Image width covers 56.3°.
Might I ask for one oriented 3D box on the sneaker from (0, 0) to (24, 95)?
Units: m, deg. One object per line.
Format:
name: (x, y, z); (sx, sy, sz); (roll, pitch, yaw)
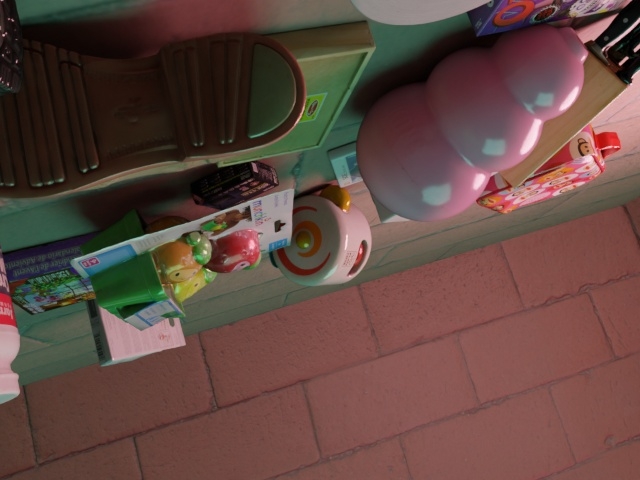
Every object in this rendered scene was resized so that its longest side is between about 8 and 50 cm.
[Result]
sneaker: (-0.295, -0.170, 0.351); (0.130, 0.109, 0.286); (-10, 163, 10)

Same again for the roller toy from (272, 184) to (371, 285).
roller toy: (0.000, 0.000, 1.271); (0.209, 0.191, 0.146); (-24, 166, 30)

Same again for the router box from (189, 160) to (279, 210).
router box: (-0.144, -0.093, 1.011); (0.122, 0.038, 0.092); (-22, 168, 20)

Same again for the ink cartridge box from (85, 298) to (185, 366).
ink cartridge box: (-0.467, 0.203, 1.512); (0.066, 0.189, 0.232); (-24, 167, 28)

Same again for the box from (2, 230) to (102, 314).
box: (-0.507, 0.072, 1.180); (0.200, 0.057, 0.293); (-15, 168, -16)

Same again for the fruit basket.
fruit basket: (-0.210, 0.033, 1.046); (0.353, 0.165, 0.327); (-14, 165, -9)

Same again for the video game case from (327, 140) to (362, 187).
video game case: (0.120, -0.162, 1.125); (0.201, 0.023, 0.183); (-19, 168, 4)

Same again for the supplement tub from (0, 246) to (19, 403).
supplement tub: (-0.482, 0.077, 0.724); (0.191, 0.272, 0.191); (-17, 168, -4)

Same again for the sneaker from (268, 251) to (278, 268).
sneaker: (-0.016, 0.020, 1.530); (0.208, 0.127, 0.319); (-16, 166, 10)

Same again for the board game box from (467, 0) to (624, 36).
board game box: (0.304, -0.332, 0.579); (0.208, 0.056, 0.347); (-11, 167, -12)

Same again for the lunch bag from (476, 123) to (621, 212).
lunch bag: (0.423, -0.146, 1.122); (0.258, 0.120, 0.293); (-20, 169, 25)

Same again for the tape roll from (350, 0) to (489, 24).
tape roll: (0.114, -0.275, 0.493); (0.219, 0.072, 0.219); (-16, 168, -4)

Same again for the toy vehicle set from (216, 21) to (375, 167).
toy vehicle set: (-0.049, -0.178, 0.777); (0.166, 0.035, 0.267); (-14, 167, -18)

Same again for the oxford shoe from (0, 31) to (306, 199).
oxford shoe: (-0.216, -0.110, 0.583); (0.396, 0.141, 0.146); (-3, -178, -7)

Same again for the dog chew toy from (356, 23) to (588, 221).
dog chew toy: (0.208, -0.169, 0.832); (0.332, 0.207, 0.206); (-35, 160, 33)

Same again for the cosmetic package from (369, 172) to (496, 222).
cosmetic package: (0.191, -0.126, 1.052); (0.085, 0.117, 0.231); (-6, 164, -40)

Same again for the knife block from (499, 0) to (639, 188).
knife block: (0.375, -0.220, 0.854); (0.275, 0.088, 0.242); (-42, 172, -9)
